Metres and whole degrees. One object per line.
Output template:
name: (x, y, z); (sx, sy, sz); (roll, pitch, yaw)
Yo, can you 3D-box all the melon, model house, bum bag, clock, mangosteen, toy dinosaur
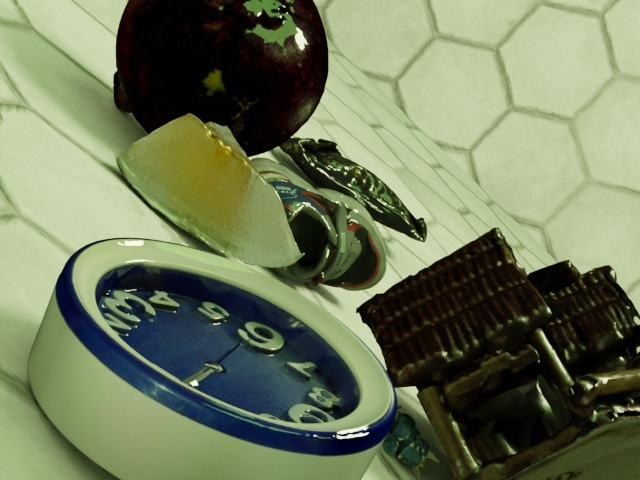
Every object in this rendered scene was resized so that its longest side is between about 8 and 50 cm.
melon: (-0.096, -0.055, 1.445); (0.202, 0.093, 0.139); (35, 12, -9)
model house: (0.213, 0.100, 1.431); (0.282, 0.317, 0.297); (61, -6, 29)
bum bag: (0.044, -0.075, 2.054); (0.248, 0.069, 0.102); (37, -11, -13)
clock: (-0.069, 0.087, 0.948); (0.230, 0.083, 0.230); (24, 21, -10)
mangosteen: (-0.113, -0.182, 1.557); (0.228, 0.265, 0.228); (11, 62, -21)
toy dinosaur: (0.077, 0.181, 1.365); (0.047, 0.030, 0.083); (33, 16, -44)

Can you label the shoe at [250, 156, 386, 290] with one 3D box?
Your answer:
shoe: (-0.001, 0.000, 1.555); (0.228, 0.099, 0.125); (29, 10, -34)
